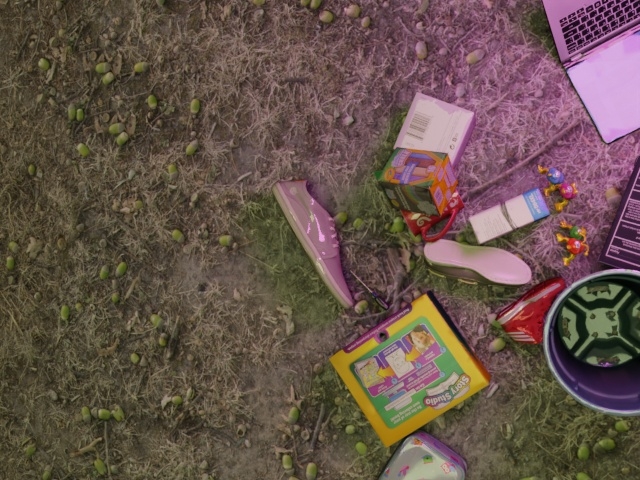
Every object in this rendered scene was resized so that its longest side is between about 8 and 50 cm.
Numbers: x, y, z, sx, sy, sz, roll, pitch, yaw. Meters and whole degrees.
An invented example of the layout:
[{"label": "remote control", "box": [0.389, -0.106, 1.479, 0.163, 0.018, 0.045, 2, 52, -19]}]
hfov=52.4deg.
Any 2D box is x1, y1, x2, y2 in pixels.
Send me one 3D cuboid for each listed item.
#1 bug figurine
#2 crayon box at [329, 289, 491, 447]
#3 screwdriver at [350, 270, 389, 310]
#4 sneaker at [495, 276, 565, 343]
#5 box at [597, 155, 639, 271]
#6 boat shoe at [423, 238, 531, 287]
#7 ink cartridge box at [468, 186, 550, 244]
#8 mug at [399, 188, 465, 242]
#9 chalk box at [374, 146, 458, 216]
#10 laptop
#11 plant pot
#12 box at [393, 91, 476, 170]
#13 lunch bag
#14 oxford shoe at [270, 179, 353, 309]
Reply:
[{"label": "bug figurine", "box": [0.664, -0.075, 1.746, 0.072, 0.216, 0.279, -17, 83, 28]}, {"label": "crayon box", "box": [0.262, 0.378, 1.926, 0.363, 0.106, 0.313, -36, 82, 14]}, {"label": "screwdriver", "box": [0.149, 0.151, 2.001, 0.170, 0.025, 0.024, 45, 102, 11]}, {"label": "sneaker", "box": [0.619, 0.206, 1.839, 0.221, 0.087, 0.128, -39, 88, 26]}, {"label": "box", "box": [0.913, -0.025, 1.633, 0.296, 0.183, 0.294, 26, 98, 45]}, {"label": "boat shoe", "box": [0.447, 0.077, 1.876, 0.305, 0.091, 0.109, 14, 57, 14]}, {"label": "ink cartridge box", "box": [0.526, -0.065, 1.819, 0.203, 0.148, 0.086, -24, 83, 15]}, {"label": "mug", "box": [0.335, -0.082, 1.904, 0.169, 0.113, 0.150, -28, 88, 11]}, {"label": "chalk box", "box": [0.255, -0.170, 1.836, 0.213, 0.132, 0.132, 15, 63, 35]}, {"label": "laptop", "box": [0.837, -0.534, 1.685, 0.382, 0.408, 0.236, -28, 49, 15]}, {"label": "plant pot", "box": [0.742, 0.233, 1.659, 0.341, 0.334, 0.341, 0, 91, 17]}, {"label": "box", "box": [0.334, -0.309, 1.892, 0.182, 0.119, 0.181, 24, 97, 15]}, {"label": "lunch bag", "box": [0.291, 0.723, 1.918, 0.224, 0.108, 0.279, 31, 100, 11]}, {"label": "oxford shoe", "box": [0.000, 0.000, 1.986, 0.130, 0.169, 0.449, -27, 82, -7]}]
